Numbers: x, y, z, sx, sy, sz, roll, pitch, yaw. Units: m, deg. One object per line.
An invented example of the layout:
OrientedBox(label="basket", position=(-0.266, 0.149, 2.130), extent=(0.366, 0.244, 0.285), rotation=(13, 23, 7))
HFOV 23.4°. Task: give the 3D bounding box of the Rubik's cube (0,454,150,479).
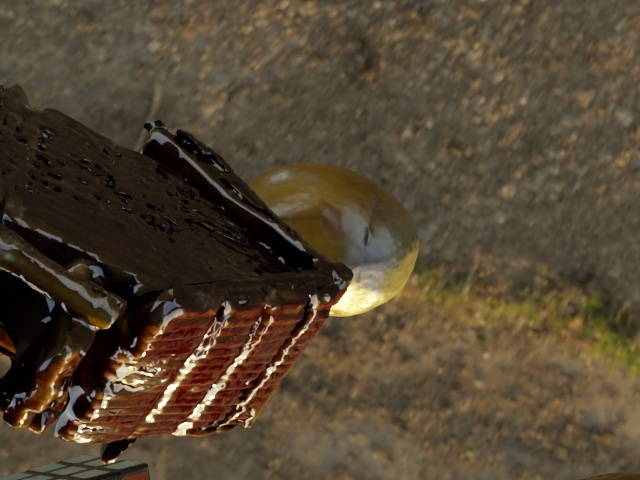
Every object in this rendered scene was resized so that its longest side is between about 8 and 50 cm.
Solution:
OrientedBox(label="Rubik's cube", position=(-0.317, 0.378, 2.013), extent=(0.162, 0.163, 0.161), rotation=(-4, 95, 48))

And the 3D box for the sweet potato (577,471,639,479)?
OrientedBox(label="sweet potato", position=(0.365, 0.328, 1.691), extent=(0.369, 0.158, 0.158), rotation=(-12, 117, 35))

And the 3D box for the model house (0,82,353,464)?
OrientedBox(label="model house", position=(-0.159, 0.073, 1.084), extent=(0.282, 0.297, 0.317), rotation=(25, 125, -19))

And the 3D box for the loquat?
OrientedBox(label="loquat", position=(0.000, 0.000, 1.778), extent=(0.227, 0.179, 0.179), rotation=(1, 124, 4))
